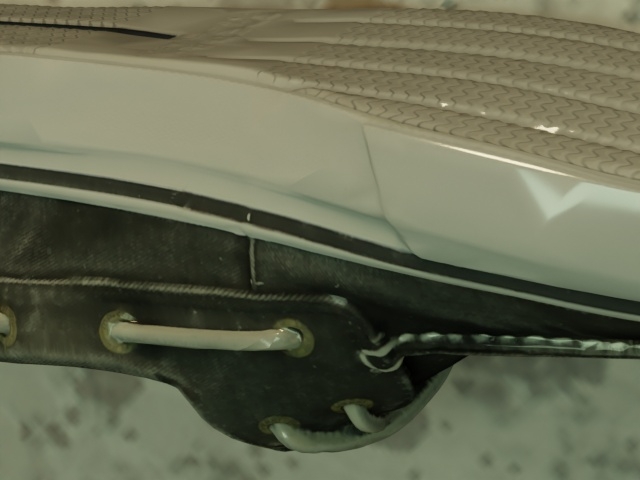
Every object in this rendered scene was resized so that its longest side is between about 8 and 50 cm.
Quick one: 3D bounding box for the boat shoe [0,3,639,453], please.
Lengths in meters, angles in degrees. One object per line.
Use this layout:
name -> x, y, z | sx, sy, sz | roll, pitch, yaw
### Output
boat shoe -> 0.000, 0.000, 0.549 | 0.335, 0.121, 0.119 | 10, 112, 31
